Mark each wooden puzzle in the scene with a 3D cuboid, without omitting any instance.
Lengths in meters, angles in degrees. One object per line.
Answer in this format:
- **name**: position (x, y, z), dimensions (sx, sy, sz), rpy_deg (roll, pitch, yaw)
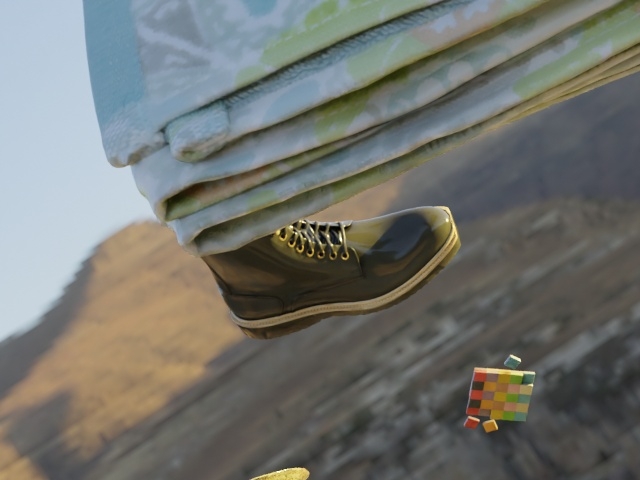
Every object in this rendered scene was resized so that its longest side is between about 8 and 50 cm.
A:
- **wooden puzzle**: position (0.146, 0.126, 1.551), dimensions (0.006, 0.049, 0.083), rpy_deg (-87, 3, -53)

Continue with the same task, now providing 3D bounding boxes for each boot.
- **boot**: position (0.000, 0.000, 1.504), dimensions (0.198, 0.077, 0.137), rpy_deg (-25, -41, 8)

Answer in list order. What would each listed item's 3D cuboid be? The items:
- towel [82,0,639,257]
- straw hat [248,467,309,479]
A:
- **towel**: position (0.037, -0.200, 0.851), dimensions (0.320, 0.374, 0.090), rpy_deg (-23, -36, 18)
- **straw hat**: position (-0.064, 0.232, 1.472), dimensions (0.144, 0.061, 0.144), rpy_deg (-21, -18, -7)
